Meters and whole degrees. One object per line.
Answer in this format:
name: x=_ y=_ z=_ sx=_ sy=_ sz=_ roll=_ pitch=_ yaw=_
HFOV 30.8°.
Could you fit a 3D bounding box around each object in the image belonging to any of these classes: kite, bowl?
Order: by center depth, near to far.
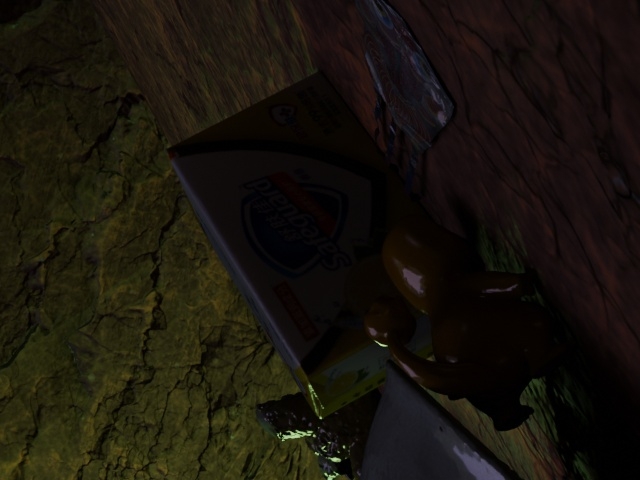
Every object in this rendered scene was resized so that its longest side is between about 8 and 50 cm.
bowl: x=0.120 y=0.239 z=0.825 sx=0.313 sy=0.146 sz=0.313 roll=40 pitch=177 yaw=2
kite: x=0.058 y=-0.093 z=0.857 sx=0.127 sy=0.016 sz=0.229 roll=60 pitch=172 yaw=24

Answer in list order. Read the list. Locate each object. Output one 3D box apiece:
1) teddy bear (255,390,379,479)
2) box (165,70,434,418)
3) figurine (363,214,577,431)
teddy bear: x=0.034 y=0.314 z=1.906 sx=0.267 sy=0.156 sz=0.256 roll=29 pitch=161 yaw=7
box: x=0.000 y=0.000 z=1.009 sx=0.265 sy=0.168 sz=0.097 roll=58 pitch=168 yaw=29
figurine: x=0.083 y=0.049 z=0.817 sx=0.176 sy=0.122 sz=0.121 roll=62 pitch=141 yaw=43
